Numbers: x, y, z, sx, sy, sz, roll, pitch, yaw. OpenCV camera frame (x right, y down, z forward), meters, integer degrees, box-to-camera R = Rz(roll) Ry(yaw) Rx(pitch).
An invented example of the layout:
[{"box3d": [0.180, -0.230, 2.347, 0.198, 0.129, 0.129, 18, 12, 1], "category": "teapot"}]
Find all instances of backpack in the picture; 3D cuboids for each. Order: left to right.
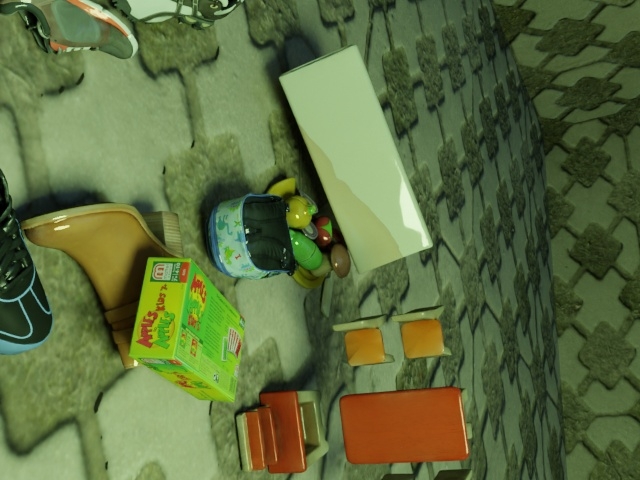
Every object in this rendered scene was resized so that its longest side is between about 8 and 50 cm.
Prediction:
[{"box3d": [-0.090, -0.002, 0.867, 0.114, 0.084, 0.105, 2, 77, -67], "category": "backpack"}]

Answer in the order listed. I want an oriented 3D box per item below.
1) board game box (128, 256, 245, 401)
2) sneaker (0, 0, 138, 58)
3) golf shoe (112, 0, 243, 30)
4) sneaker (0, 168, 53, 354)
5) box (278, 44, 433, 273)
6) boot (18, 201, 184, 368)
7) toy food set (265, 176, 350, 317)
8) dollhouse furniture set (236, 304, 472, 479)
[{"box3d": [-0.123, 0.093, 0.701, 0.181, 0.043, 0.092, 67, 26, -64], "category": "board game box"}, {"box3d": [-0.248, -0.206, 0.696, 0.158, 0.061, 0.065, 27, 84, -56], "category": "sneaker"}, {"box3d": [-0.162, -0.297, 0.834, 0.198, 0.093, 0.077, -26, 104, -60], "category": "golf shoe"}, {"box3d": [-0.263, -0.006, 0.532, 0.232, 0.090, 0.081, 61, 32, -30], "category": "sneaker"}, {"box3d": [0.056, -0.124, 1.082, 0.148, 0.121, 0.311, -70, 138, -79], "category": "box"}, {"box3d": [-0.191, 0.045, 0.676, 0.197, 0.072, 0.153, 4, 80, -59], "category": "boot"}, {"box3d": [0.000, 0.000, 1.053, 0.218, 0.071, 0.128, 55, 35, -38], "category": "toy food set"}, {"box3d": [0.047, 0.224, 0.854, 0.135, 0.259, 0.262, 6, 74, -65], "category": "dollhouse furniture set"}]
